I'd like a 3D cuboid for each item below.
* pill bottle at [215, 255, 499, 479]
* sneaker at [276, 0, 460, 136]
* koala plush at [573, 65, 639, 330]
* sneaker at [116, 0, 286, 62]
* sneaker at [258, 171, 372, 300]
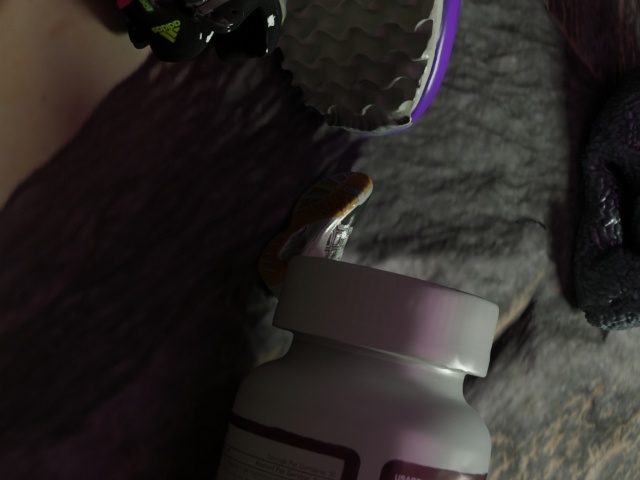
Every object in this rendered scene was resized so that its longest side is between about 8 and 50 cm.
[{"bbox_3d":[0.009,0.126,0.527,0.121,0.121,0.221,20,81,-50],"label":"pill bottle"},{"bbox_3d":[0.047,-0.202,0.580,0.146,0.102,0.293,-15,104,-51],"label":"sneaker"},{"bbox_3d":[0.321,-0.034,0.839,0.196,0.221,0.203,-5,96,-51],"label":"koala plush"},{"bbox_3d":[-0.066,-0.113,0.474,0.170,0.063,0.074,7,81,-56],"label":"sneaker"},{"bbox_3d":[0.000,0.000,0.595,0.083,0.032,0.037,-49,135,-26],"label":"sneaker"}]
